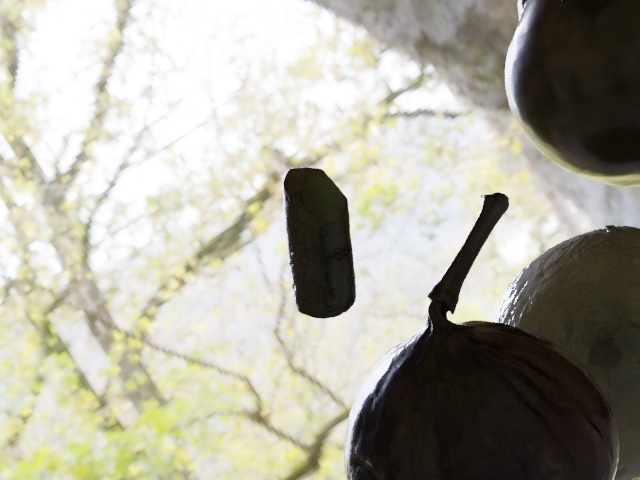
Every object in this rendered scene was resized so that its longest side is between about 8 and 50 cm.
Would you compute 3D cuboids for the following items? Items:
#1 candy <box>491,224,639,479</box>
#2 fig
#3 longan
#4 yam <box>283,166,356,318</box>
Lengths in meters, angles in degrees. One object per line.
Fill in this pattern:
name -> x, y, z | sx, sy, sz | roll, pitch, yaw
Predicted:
candy -> 0.313, 0.126, 1.582 | 0.295, 0.295, 0.185 | -34, -13, 6
fig -> 0.102, 0.124, 1.047 | 0.204, 0.249, 0.186 | -15, 33, 14
longan -> 0.360, -0.223, 1.685 | 0.319, 0.319, 0.319 | -33, -3, -2
yam -> 0.000, 0.000, 1.428 | 0.070, 0.146, 0.070 | -5, 10, 1
